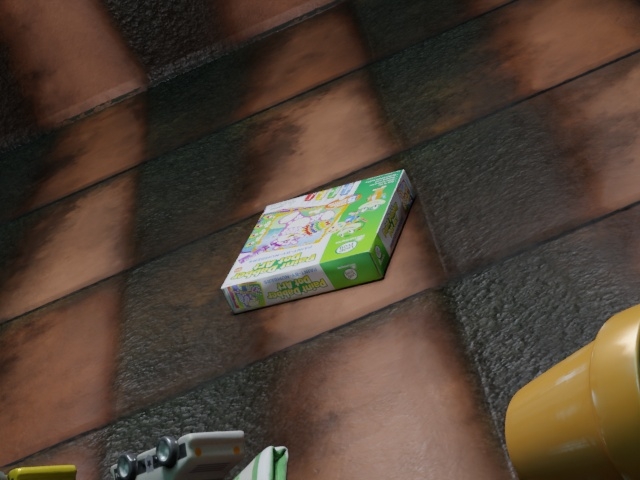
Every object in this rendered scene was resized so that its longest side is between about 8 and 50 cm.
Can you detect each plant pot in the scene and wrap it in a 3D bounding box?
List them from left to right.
[{"bbox_3d":[0.287,0.176,1.368,0.188,0.205,0.205,-25,19,41],"label":"plant pot"}]

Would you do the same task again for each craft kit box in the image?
[{"bbox_3d":[0.000,0.000,2.165,0.250,0.061,0.246,-15,29,24],"label":"craft kit box"}]

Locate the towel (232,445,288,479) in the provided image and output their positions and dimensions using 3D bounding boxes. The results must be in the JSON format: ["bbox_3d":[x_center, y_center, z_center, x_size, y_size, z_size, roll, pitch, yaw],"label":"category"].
[{"bbox_3d":[-0.128,0.366,1.365,0.324,0.038,0.248,-54,15,20],"label":"towel"}]

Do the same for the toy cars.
[{"bbox_3d":[-0.267,0.306,1.717,0.394,0.087,0.176,-13,-16,9],"label":"toy cars"}]
